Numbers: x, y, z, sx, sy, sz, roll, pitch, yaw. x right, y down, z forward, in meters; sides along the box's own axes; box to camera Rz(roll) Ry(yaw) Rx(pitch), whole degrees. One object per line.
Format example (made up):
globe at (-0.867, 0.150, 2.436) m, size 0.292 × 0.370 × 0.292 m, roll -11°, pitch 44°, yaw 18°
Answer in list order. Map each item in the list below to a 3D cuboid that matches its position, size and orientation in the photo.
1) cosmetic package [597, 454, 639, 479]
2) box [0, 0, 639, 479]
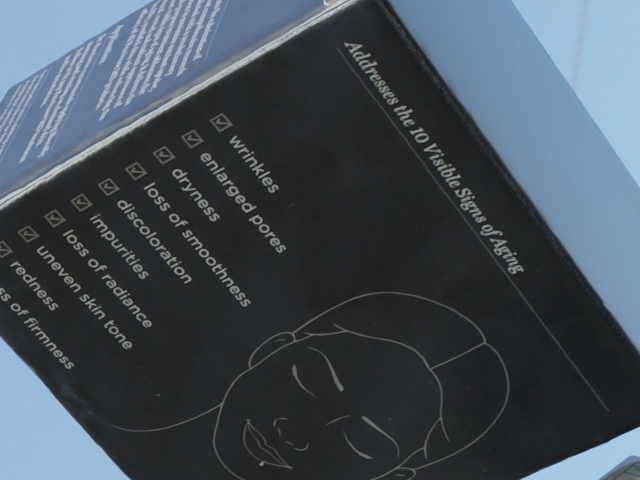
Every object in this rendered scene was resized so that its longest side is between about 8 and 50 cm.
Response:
cosmetic package at (0.238, 0.306, 1.495) m, size 0.309 × 0.160 × 0.113 m, roll -28°, pitch -61°, yaw -39°
box at (0.000, 0.000, 1.625) m, size 0.471 × 0.297 × 0.480 m, roll -26°, pitch -64°, yaw 25°
